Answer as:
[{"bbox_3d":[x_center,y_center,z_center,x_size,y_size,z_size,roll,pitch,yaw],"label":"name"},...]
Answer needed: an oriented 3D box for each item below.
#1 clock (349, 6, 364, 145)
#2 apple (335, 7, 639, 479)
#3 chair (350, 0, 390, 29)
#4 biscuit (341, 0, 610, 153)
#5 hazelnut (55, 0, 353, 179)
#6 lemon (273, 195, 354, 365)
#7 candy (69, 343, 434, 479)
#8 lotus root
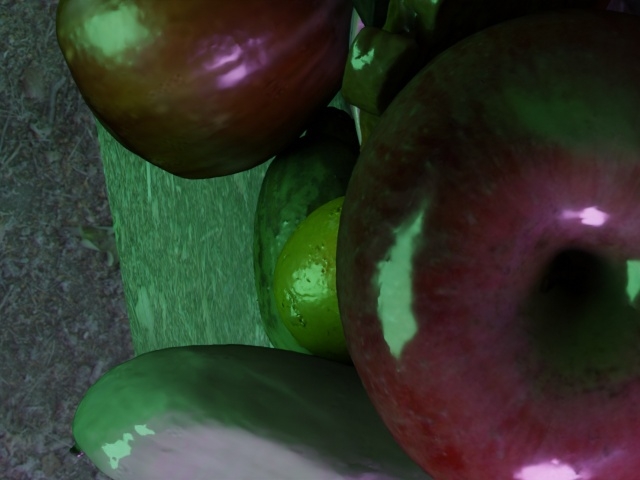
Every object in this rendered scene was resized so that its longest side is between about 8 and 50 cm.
[{"bbox_3d":[0.102,-0.146,1.855,0.309,0.114,0.284,-115,24,-52],"label":"clock"},{"bbox_3d":[0.164,0.013,1.354,0.269,0.344,0.345,-93,-2,-85],"label":"apple"},{"bbox_3d":[0.090,-0.375,1.625,0.203,0.240,0.416,99,154,-42],"label":"chair"},{"bbox_3d":[0.123,-0.179,1.453,0.063,0.314,0.367,42,143,21],"label":"biscuit"},{"bbox_3d":[-0.109,-0.235,2.149,0.315,0.372,0.372,61,174,-25],"label":"hazelnut"},{"bbox_3d":[0.039,0.042,2.007,0.206,0.173,0.173,-55,37,30],"label":"lemon"},{"bbox_3d":[-0.014,0.206,1.931,0.386,0.427,0.186,23,95,26],"label":"candy"},{"bbox_3d":[0.000,0.000,2.196,0.173,0.173,0.309,127,141,-67],"label":"lotus root"}]
